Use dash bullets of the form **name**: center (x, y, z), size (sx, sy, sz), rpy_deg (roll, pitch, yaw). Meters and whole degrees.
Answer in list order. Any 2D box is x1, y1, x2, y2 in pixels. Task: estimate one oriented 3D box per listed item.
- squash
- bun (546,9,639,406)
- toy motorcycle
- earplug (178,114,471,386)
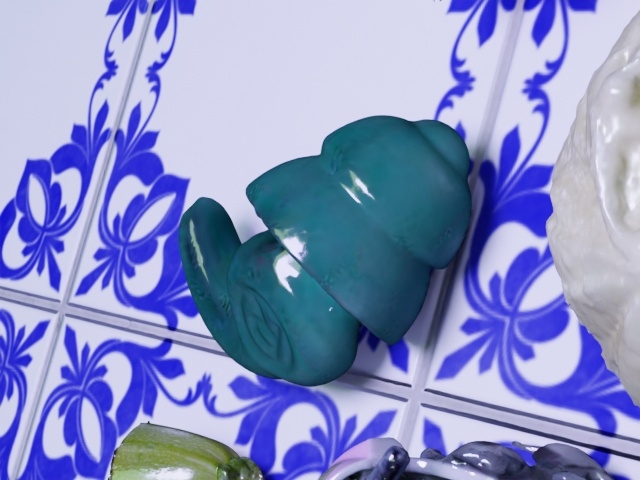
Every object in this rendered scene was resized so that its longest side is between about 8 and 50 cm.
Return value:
- **squash**: center (-0.092, 0.197, 1.300), size (0.132, 0.105, 0.105), rpy_deg (-7, 69, 31)
- **bun**: center (0.277, -0.046, 0.890), size (0.352, 0.227, 0.349), rpy_deg (-47, 44, 21)
- **toy motorcycle**: center (0.117, 0.202, 0.989), size (0.327, 0.188, 0.143), rpy_deg (20, 97, 48)
- **earplug**: center (0.005, 0.003, 1.248), size (0.280, 0.164, 0.257), rpy_deg (-41, 11, 14)
